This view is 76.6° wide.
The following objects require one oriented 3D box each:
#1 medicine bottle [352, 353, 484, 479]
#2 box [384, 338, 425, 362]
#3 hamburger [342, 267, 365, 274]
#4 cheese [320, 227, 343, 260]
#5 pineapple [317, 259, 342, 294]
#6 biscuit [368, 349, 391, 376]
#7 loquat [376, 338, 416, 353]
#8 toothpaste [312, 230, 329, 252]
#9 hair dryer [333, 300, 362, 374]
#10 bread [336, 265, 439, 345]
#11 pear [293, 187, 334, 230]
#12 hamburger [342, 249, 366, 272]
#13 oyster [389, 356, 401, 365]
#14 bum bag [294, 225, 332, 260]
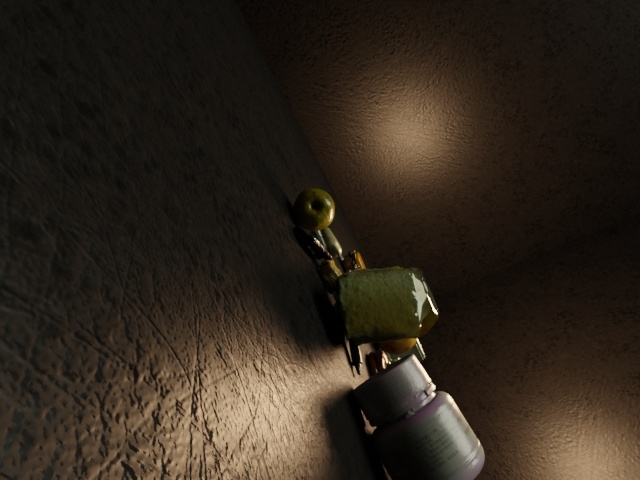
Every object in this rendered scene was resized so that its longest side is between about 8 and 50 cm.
[{"bbox_3d":[0.243,0.478,1.057,0.302,0.241,0.241,59,7,16],"label":"medicine bottle"},{"bbox_3d":[0.402,0.508,2.090,0.175,0.183,0.311,-37,103,-81],"label":"box"},{"bbox_3d":[0.155,0.210,1.589,0.214,0.108,0.213,33,43,-38],"label":"hamburger"},{"bbox_3d":[0.055,0.028,1.630,0.127,0.054,0.251,61,-1,-19],"label":"cheese"},{"bbox_3d":[0.028,0.111,1.395,0.116,0.069,0.137,46,12,-50],"label":"pineapple"},{"bbox_3d":[0.249,0.521,1.539,0.220,0.066,0.220,62,9,-18],"label":"biscuit"},{"bbox_3d":[0.351,0.433,1.913,0.208,0.208,0.208,62,9,-19],"label":"loquat"},{"bbox_3d":[0.000,0.000,1.598,0.049,0.032,0.204,-82,148,-72],"label":"toothpaste"},{"bbox_3d":[0.107,0.321,1.315,0.128,0.070,0.255,57,20,-47],"label":"hair dryer"},{"bbox_3d":[0.223,0.191,1.261,0.395,0.264,0.239,15,66,-73],"label":"bread"},{"bbox_3d":[-0.023,-0.106,1.397,0.162,0.149,0.148,148,-83,-81],"label":"pear"},{"bbox_3d":[0.170,0.130,2.032,0.189,0.093,0.164,12,56,-77],"label":"hamburger"},{"bbox_3d":[0.290,0.497,1.563,0.098,0.037,0.100,-33,118,-62],"label":"oyster"},{"bbox_3d":[-0.023,0.019,1.340,0.087,0.049,0.197,21,-19,34],"label":"bum bag"}]
